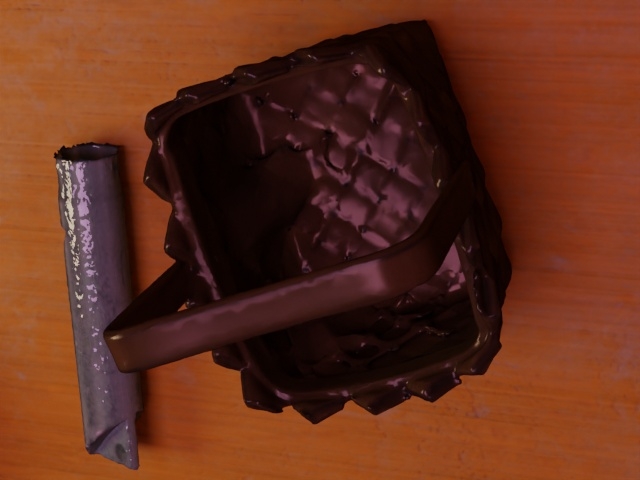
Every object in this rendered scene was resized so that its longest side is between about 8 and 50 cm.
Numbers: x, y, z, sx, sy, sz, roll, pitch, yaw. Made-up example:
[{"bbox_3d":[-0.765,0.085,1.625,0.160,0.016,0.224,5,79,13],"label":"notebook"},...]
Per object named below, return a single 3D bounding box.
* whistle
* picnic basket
[{"bbox_3d":[-0.201,0.065,1.364,0.062,0.062,0.312,4,110,20],"label":"whistle"},{"bbox_3d":[0.000,0.000,1.121,0.254,0.321,0.291,-16,104,22],"label":"picnic basket"}]
